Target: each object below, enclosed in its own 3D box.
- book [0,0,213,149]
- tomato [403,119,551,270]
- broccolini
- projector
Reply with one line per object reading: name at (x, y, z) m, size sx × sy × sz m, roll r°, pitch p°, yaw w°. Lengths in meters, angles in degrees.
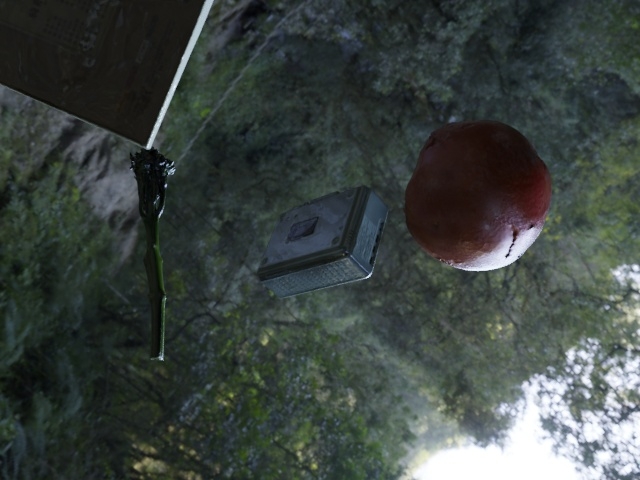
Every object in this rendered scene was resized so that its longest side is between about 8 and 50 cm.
book at (-0.261, -0.247, 0.649) m, size 0.217 × 0.310 × 0.021 m, roll -67°, pitch 167°, yaw 3°
tomato at (0.221, -0.061, 0.886) m, size 0.208 × 0.184 × 0.208 m, roll -54°, pitch 156°, yaw -37°
broccolini at (-0.171, 0.010, 0.642) m, size 0.044 × 0.042 × 0.218 m, roll -19°, pitch -111°, yaw 55°
projector at (0.000, 0.000, 1.325) m, size 0.256 × 0.099 × 0.192 m, roll -17°, pitch -140°, yaw 39°
